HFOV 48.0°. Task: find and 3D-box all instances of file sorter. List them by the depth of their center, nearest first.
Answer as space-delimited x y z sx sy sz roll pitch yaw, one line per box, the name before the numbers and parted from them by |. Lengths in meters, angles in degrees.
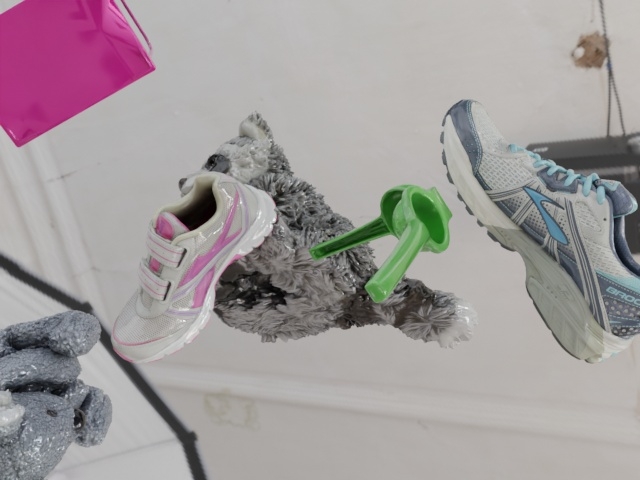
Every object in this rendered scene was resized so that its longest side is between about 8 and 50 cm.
file sorter | -0.477 -0.349 1.320 0.291 0.182 0.202 -28 -64 4

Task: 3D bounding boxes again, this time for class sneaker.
sneaker | 0.228 -0.033 0.683 0.122 0.110 0.283 -41 -103 33
sneaker | -0.164 0.020 0.821 0.103 0.252 0.111 25 -13 38

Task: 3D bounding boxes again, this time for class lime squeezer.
lime squeezer | 0.055 -0.010 0.584 0.110 0.310 0.058 -16 -84 -6

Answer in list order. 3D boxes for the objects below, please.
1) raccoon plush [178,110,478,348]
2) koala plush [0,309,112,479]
raccoon plush | 0.000 0.000 1.094 0.447 0.299 0.216 25 -51 -21
koala plush | -0.366 0.222 0.883 0.203 0.221 0.196 -8 -66 -14
